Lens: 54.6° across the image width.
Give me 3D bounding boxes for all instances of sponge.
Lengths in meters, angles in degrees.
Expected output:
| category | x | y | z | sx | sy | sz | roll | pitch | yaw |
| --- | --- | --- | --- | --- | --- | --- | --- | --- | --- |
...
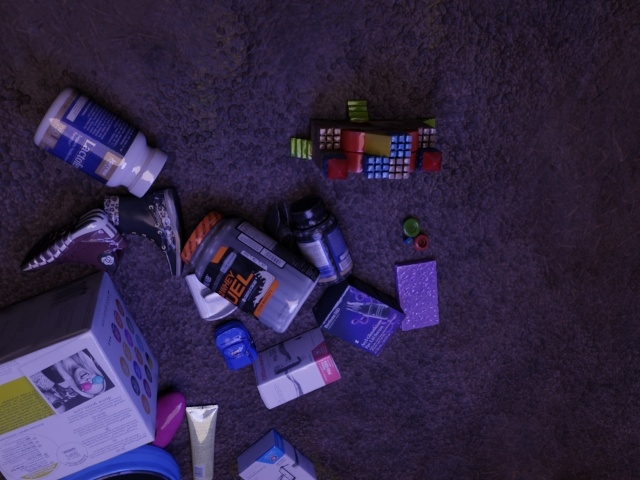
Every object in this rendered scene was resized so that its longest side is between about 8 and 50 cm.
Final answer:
| category | x | y | z | sx | sy | sz | roll | pitch | yaw |
| --- | --- | --- | --- | --- | --- | --- | --- | --- | --- |
| sponge | 0.280 | 0.156 | 1.794 | 0.117 | 0.031 | 0.210 | -10 | 112 | -8 |

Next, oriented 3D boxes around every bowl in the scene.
| category | x | y | z | sx | sy | sz | roll | pitch | yaw |
| --- | --- | --- | --- | --- | --- | --- | --- | --- | --- |
| bowl | -0.570 | 0.716 | 1.689 | 0.391 | 0.077 | 0.391 | -15 | 130 | -19 |

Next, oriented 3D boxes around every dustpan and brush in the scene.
| category | x | y | z | sx | sy | sz | roll | pitch | yaw |
| --- | --- | --- | --- | --- | --- | --- | --- | --- | --- |
| dustpan and brush | -0.239 | 0.133 | 1.661 | 0.211 | 0.060 | 0.147 | -19 | 113 | -4 |

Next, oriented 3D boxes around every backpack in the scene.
| category | x | y | z | sx | sy | sz | roll | pitch | yaw |
| --- | --- | --- | --- | --- | --- | --- | --- | --- | --- |
| backpack | -0.232 | 0.285 | 1.702 | 0.098 | 0.101 | 0.120 | -26 | 110 | -8 |

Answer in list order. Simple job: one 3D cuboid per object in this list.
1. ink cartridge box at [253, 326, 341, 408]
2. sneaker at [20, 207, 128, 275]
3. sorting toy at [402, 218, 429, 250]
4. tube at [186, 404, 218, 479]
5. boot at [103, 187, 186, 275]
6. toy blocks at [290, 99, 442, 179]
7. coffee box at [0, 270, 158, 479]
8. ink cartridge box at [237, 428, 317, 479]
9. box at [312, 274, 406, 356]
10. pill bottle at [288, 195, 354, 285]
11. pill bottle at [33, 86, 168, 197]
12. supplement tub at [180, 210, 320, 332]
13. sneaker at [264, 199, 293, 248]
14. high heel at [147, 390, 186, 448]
| category | x | y | z | sx | sy | sz | roll | pitch | yaw |
| --- | --- | --- | --- | --- | --- | --- | --- | --- | --- |
| ink cartridge box | -0.072 | 0.352 | 1.727 | 0.218 | 0.158 | 0.092 | -25 | 115 | -2 |
| sneaker | -0.586 | 0.045 | 1.509 | 0.281 | 0.106 | 0.162 | -25 | 125 | 24 |
| sorting toy | 0.256 | -0.013 | 1.724 | 0.061 | 0.042 | 0.102 | -38 | 102 | -13 |
| tube | -0.345 | 0.593 | 1.823 | 0.070 | 0.062 | 0.240 | -20 | 116 | -52 |
| boot | -0.435 | -0.018 | 1.556 | 0.179 | 0.085 | 0.236 | -3 | 116 | -3 |
| toy blocks | 0.136 | -0.223 | 1.493 | 0.382 | 0.261 | 0.190 | -3 | 111 | -11 |
| coffee box | -0.620 | 0.330 | 1.507 | 0.338 | 0.337 | 0.334 | -22 | 114 | -4 |
| ink cartridge box | -0.131 | 0.698 | 1.887 | 0.148 | 0.086 | 0.203 | -41 | 112 | 5 |
| box | 0.107 | 0.203 | 1.734 | 0.207 | 0.108 | 0.153 | 28 | 103 | -20 |
| pill bottle | 0.000 | 0.000 | 1.626 | 0.123 | 0.123 | 0.219 | -23 | 113 | -2 |
| pill bottle | -0.498 | -0.218 | 1.422 | 0.265 | 0.153 | 0.153 | 32 | 102 | -21 |
| supplement tub | -0.174 | 0.072 | 1.544 | 0.316 | 0.193 | 0.193 | 33 | 102 | 2 |
| sneaker | -0.116 | -0.020 | 1.631 | 0.051 | 0.089 | 0.170 | -16 | 152 | -31 |
| high heel | -0.530 | 0.547 | 1.688 | 0.377 | 0.127 | 0.181 | -48 | 154 | 10 |
